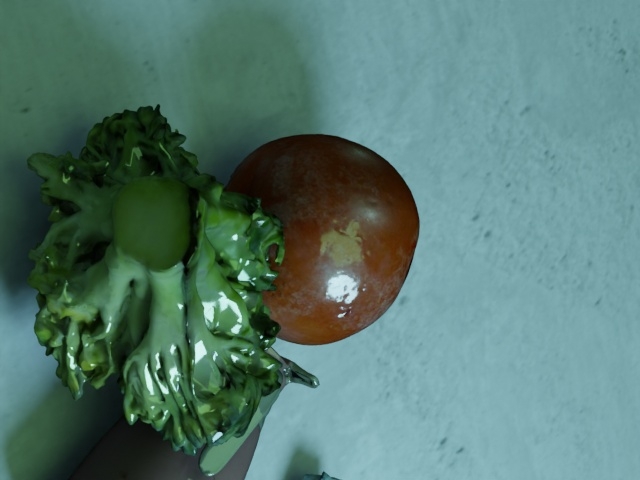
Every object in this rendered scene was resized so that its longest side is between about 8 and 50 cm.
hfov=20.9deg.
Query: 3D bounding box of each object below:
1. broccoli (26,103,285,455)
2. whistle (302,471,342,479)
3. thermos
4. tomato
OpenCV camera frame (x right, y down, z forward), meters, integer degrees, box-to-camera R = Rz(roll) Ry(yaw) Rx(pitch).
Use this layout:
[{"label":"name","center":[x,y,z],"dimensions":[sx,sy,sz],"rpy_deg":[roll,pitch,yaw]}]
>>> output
[{"label":"broccoli","center":[-0.149,0.027,1.502],"dimensions":[0.248,0.288,0.245],"rpy_deg":[-51,165,-10]},{"label":"whistle","center":[-0.017,0.374,1.795],"dimensions":[0.180,0.093,0.269],"rpy_deg":[21,73,-48]},{"label":"thermos","center":[-0.123,0.198,1.618],"dimensions":[0.146,0.176,0.265],"rpy_deg":[44,63,-15]},{"label":"tomato","center":[0.000,0.000,1.689],"dimensions":[0.184,0.208,0.208],"rpy_deg":[8,88,-28]}]
